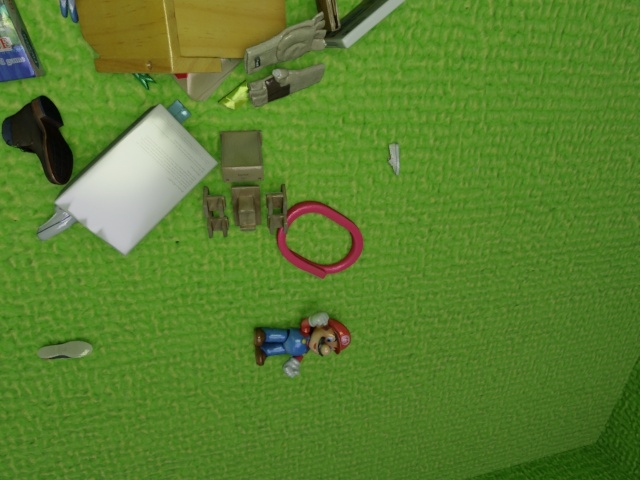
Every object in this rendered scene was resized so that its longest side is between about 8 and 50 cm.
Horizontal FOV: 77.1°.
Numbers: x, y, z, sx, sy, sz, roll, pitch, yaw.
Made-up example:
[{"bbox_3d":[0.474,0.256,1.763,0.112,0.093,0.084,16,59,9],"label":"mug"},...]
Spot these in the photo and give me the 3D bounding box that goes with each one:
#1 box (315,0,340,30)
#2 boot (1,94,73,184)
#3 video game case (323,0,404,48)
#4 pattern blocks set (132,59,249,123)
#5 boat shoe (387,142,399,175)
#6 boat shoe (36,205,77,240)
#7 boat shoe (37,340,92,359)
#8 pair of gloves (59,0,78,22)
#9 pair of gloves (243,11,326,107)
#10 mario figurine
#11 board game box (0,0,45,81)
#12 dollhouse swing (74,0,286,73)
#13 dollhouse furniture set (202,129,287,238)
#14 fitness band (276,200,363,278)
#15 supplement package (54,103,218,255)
[{"bbox_3d":[0.005,-0.551,0.879,0.021,0.201,0.164,-14,119,1],"label":"box"},{"bbox_3d":[-0.618,-0.202,0.877,0.106,0.219,0.082,-22,163,4],"label":"boot"},{"bbox_3d":[0.110,-0.523,0.923,0.227,0.206,0.026,-39,120,4],"label":"video game case"},{"bbox_3d":[-0.276,-0.439,0.943,0.325,0.026,0.285,-32,119,-1],"label":"pattern blocks set"},{"bbox_3d":[0.218,-0.242,1.201,0.035,0.035,0.100,-2,123,13],"label":"boat shoe"},{"bbox_3d":[-0.605,-0.092,0.988,0.226,0.083,0.076,-38,114,-12],"label":"boat shoe"},{"bbox_3d":[-0.735,0.320,1.164,0.137,0.049,0.043,-2,158,-19],"label":"boat shoe"},{"bbox_3d":[-0.467,-0.538,0.837,0.198,0.023,0.159,-3,116,-18],"label":"pair of gloves"},{"bbox_3d":[-0.081,-0.404,0.927,0.204,0.240,0.042,-27,83,-9],"label":"pair of gloves"},{"bbox_3d":[-0.055,0.340,1.313,0.321,0.170,0.198,-6,152,-7],"label":"mario figurine"},{"bbox_3d":[-0.766,-0.452,0.758,0.319,0.066,0.318,-15,119,-11],"label":"board game box"},{"bbox_3d":[-0.285,-0.542,0.844,0.315,0.305,0.346,11,117,25],"label":"dollhouse swing"},{"bbox_3d":[-0.200,-0.144,1.069,0.212,0.161,0.242,-4,137,-9],"label":"dollhouse furniture set"},{"bbox_3d":[0.000,0.000,1.240,0.291,0.054,0.209,29,101,-29],"label":"fitness band"},{"bbox_3d":[-0.417,-0.144,0.920,0.293,0.175,0.177,-48,121,-10],"label":"supplement package"}]
